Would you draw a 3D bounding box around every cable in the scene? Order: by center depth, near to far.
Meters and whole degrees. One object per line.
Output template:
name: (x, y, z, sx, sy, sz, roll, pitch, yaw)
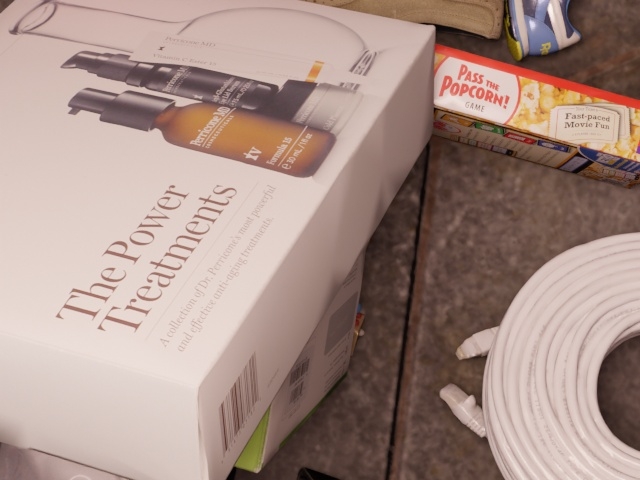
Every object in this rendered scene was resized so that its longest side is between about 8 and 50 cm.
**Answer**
cable: (0.248, 0.112, 1.118, 0.257, 0.089, 0.257, -35, 68, -7)

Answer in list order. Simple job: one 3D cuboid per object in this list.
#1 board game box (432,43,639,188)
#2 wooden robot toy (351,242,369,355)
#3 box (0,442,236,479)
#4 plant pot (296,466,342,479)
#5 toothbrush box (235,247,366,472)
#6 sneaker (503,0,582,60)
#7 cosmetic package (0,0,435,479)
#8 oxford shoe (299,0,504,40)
board game box: (0.155, -0.089, 1.125, 0.193, 0.147, 0.045, 15, 87, 1)
wooden robot toy: (0.000, 0.000, 1.183, 0.079, 0.076, 0.173, -34, 88, -34)
box: (-0.148, 0.207, 1.071, 0.143, 0.270, 0.165, 12, 90, 1)
plant pot: (0.056, 0.288, 1.118, 0.167, 0.187, 0.188, 13, 90, -11)
toothbrush box: (-0.133, 0.042, 1.067, 0.283, 0.206, 0.122, 13, 106, 13)
sneaker: (0.170, -0.213, 1.174, 0.059, 0.053, 0.144, -4, 97, 1)
cosmetic package: (-0.120, -0.034, 0.939, 0.284, 0.377, 0.097, 12, 130, 18)
oxford shoe: (-0.029, -0.175, 1.147, 0.348, 0.123, 0.130, -10, 96, 4)
